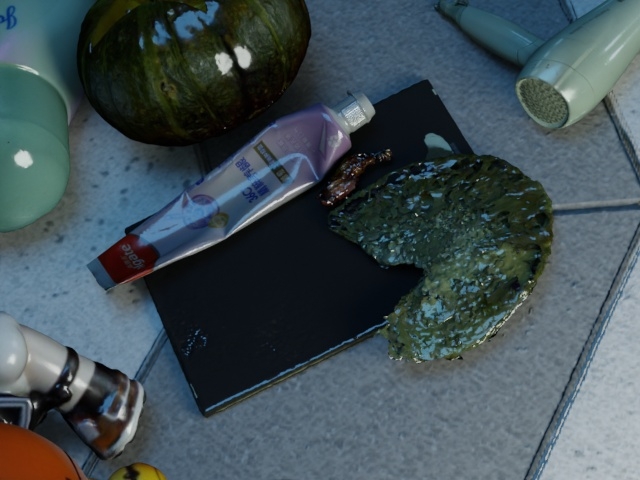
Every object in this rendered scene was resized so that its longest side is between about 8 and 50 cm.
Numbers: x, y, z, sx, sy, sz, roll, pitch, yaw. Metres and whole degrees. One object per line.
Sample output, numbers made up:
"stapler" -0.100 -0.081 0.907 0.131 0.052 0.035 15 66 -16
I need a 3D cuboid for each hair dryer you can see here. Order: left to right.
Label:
"hair dryer" 0.207 -0.210 1.802 0.237 0.075 0.206 23 57 41

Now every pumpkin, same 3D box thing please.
"pumpkin" -0.119 -0.185 1.821 0.238 0.159 0.238 -25 26 14

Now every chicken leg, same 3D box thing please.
"chicken leg" 0.027 -0.061 1.749 0.083 0.021 0.036 -42 41 -20

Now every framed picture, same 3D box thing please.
"framed picture" 0.000 0.000 1.732 0.323 0.013 0.244 -26 50 -2

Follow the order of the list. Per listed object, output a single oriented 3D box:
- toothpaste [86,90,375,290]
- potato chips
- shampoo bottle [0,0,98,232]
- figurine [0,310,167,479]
"toothpaste" -0.080 -0.045 1.761 0.301 0.048 0.075 -34 53 -5
"potato chips" 0.106 0.010 1.662 0.202 0.029 0.220 -11 50 8
"shampoo bottle" -0.322 -0.160 1.879 0.221 0.151 0.350 -11 52 3
"figurine" -0.284 0.214 1.546 0.320 0.196 0.323 -6 43 4
